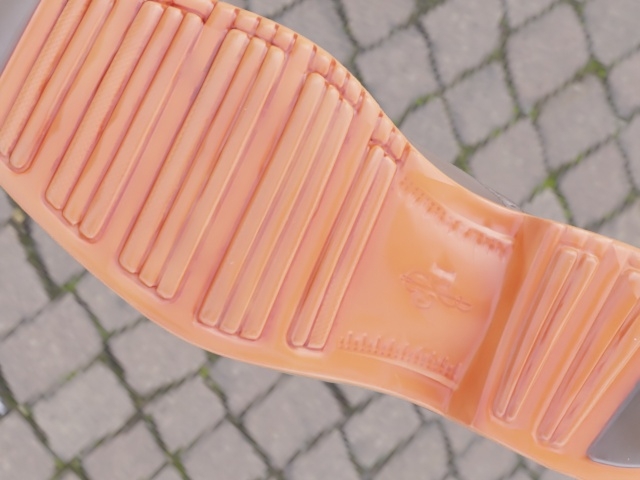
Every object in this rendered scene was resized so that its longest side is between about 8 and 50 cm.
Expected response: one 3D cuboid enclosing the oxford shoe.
[{"bbox_3d":[0.000,0.000,0.785,0.364,0.133,0.130,30,87,-12],"label":"oxford shoe"}]
